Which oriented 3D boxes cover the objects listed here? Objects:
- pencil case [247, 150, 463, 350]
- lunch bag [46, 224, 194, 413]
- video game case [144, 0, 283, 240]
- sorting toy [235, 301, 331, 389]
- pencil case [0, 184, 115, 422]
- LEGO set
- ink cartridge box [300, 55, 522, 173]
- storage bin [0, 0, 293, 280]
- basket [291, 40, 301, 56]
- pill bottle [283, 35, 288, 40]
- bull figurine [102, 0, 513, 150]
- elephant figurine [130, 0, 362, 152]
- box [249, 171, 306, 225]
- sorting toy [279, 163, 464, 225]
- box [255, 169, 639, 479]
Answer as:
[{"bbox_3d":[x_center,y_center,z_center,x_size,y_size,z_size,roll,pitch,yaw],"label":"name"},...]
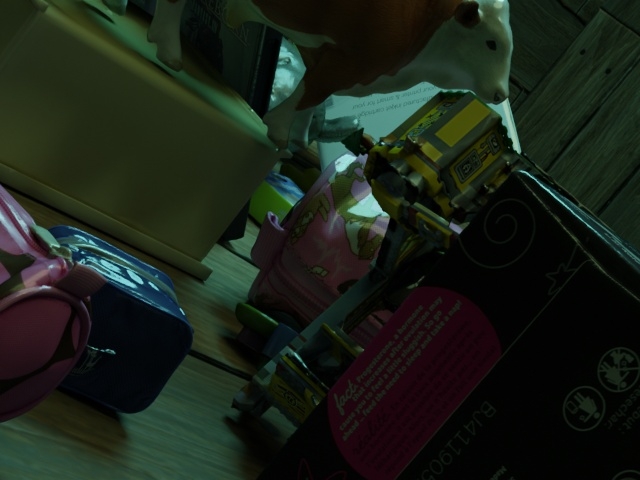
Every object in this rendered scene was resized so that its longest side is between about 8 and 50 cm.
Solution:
[{"bbox_3d":[0.123,0.090,1.090,0.386,0.160,0.167,38,-7,5],"label":"pencil case"},{"bbox_3d":[-0.123,0.039,0.733,0.098,0.067,0.065,31,13,-30],"label":"lunch bag"},{"bbox_3d":[-0.100,-0.165,1.193,0.026,0.274,0.196,-13,42,-31],"label":"video game case"},{"bbox_3d":[-0.028,0.084,0.967,0.102,0.042,0.061,30,-9,20],"label":"sorting toy"},{"bbox_3d":[-0.187,-0.009,0.635,0.209,0.098,0.095,44,12,29],"label":"pencil case"},{"bbox_3d":[0.094,0.098,0.801,0.331,0.192,0.255,46,-26,7],"label":"LEGO set"},{"bbox_3d":[0.092,-0.159,1.497,0.117,0.207,0.283,67,12,-62],"label":"ink cartridge box"},{"bbox_3d":[-0.195,-0.130,1.050,0.262,0.123,0.260,29,14,-44],"label":"storage bin"},{"bbox_3d":[0.049,-0.194,1.800,0.201,0.289,0.255,8,8,7],"label":"basket"},{"bbox_3d":[-0.183,-0.334,1.797,0.301,0.169,0.169,38,10,3],"label":"pill bottle"},{"bbox_3d":[-0.007,-0.172,1.011,0.310,0.188,0.101,36,11,-17],"label":"bull figurine"},{"bbox_3d":[-0.093,-0.204,1.367,0.186,0.169,0.239,20,54,-57],"label":"elephant figurine"},{"bbox_3d":[0.000,0.000,1.379,0.178,0.042,0.109,42,10,20],"label":"box"},{"bbox_3d":[0.083,-0.109,1.648,0.307,0.229,0.041,-17,7,-31],"label":"sorting toy"},{"bbox_3d":[0.084,0.128,0.571,0.142,0.247,0.163,24,19,-51],"label":"box"}]
